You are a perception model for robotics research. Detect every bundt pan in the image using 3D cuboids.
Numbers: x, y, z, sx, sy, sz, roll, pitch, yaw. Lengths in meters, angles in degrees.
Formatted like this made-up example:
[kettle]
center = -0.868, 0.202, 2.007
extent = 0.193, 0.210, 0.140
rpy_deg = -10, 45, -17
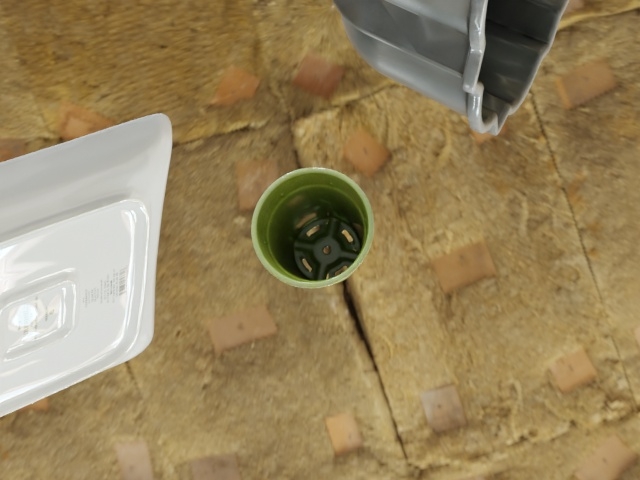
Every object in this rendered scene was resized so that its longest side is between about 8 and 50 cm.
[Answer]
[bundt pan]
center = 0.102, -0.239, 0.737
extent = 0.124, 0.331, 0.330
rpy_deg = 19, -78, 16

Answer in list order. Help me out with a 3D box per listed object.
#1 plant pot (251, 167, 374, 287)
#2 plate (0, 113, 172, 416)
[plant pot]
center = 0.000, 0.000, 0.810
extent = 0.083, 0.079, 0.083
rpy_deg = -2, -104, 8
[plate]
center = -0.236, 0.051, 0.920
extent = 0.278, 0.045, 0.277
rpy_deg = -23, -37, -33
